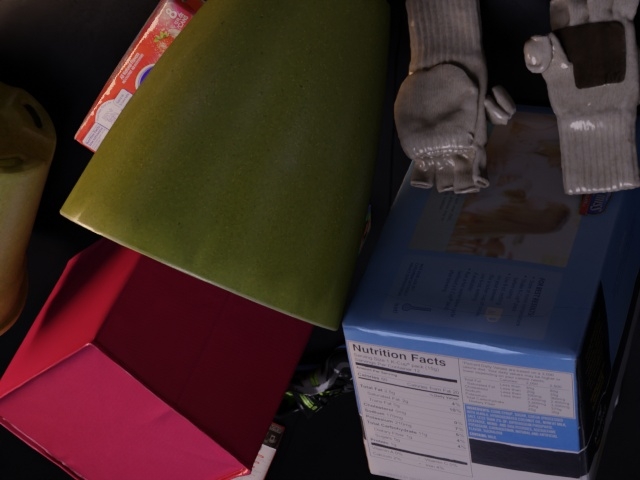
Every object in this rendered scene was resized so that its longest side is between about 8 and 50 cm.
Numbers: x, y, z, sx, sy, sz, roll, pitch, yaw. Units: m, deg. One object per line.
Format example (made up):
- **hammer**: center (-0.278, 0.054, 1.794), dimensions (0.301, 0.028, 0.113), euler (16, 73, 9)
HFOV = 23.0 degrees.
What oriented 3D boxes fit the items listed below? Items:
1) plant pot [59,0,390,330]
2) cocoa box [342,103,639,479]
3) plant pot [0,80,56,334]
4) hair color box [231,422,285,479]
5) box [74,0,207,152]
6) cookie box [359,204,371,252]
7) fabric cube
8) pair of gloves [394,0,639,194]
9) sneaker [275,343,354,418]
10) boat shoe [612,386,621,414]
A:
- **plant pot**: center (-0.053, -0.105, 1.437), dimensions (0.275, 0.293, 0.275), euler (23, 179, 0)
- **cocoa box**: center (0.189, 0.053, 1.569), dimensions (0.231, 0.347, 0.228), euler (7, 136, 20)
- **plant pot**: center (-0.435, -0.056, 1.838), dimensions (0.276, 0.276, 0.254), euler (29, 127, -5)
- **hair color box**: center (-0.102, 0.299, 2.190), dimensions (0.072, 0.043, 0.141), euler (23, 140, 1)
- **box**: center (-0.139, -0.178, 1.649), dimensions (0.128, 0.122, 0.257), euler (32, 138, -11)
- **cookie box**: center (0.000, 0.000, 1.783), dimensions (0.092, 0.107, 0.040), euler (11, 137, 14)
- **fabric cube**: center (-0.201, 0.147, 1.917), dimensions (0.259, 0.258, 0.254), euler (42, 135, -20)
- **pair of gloves**: center (0.187, -0.145, 1.497), dimensions (0.240, 0.204, 0.042), euler (2, 173, 17)
- **sneaker**: center (0.006, 0.187, 1.998), dimensions (0.188, 0.078, 0.067), euler (-24, 121, 39)
- **boat shoe**: center (0.263, 0.262, 1.897), dimensions (0.136, 0.156, 0.367), euler (19, 139, 6)
